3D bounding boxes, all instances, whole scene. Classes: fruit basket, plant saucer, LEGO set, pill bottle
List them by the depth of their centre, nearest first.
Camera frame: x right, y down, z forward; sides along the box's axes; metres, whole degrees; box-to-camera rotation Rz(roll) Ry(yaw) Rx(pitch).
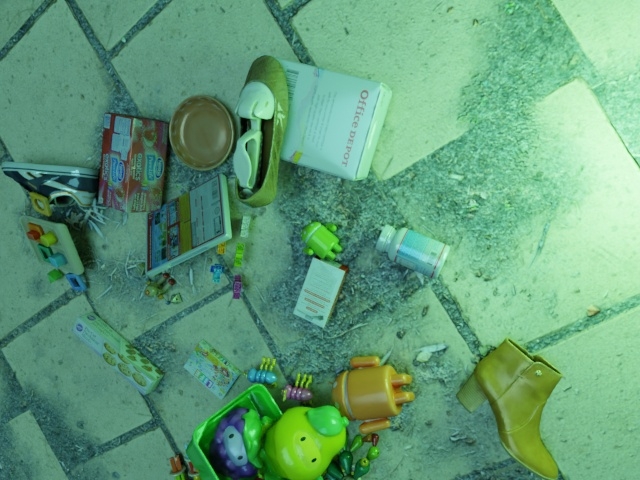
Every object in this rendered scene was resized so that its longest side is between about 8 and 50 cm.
[{"bbox_3d":[0.218,0.022,1.129,0.160,0.087,0.087,24,106,14],"label":"pill bottle"},{"bbox_3d":[-0.110,0.543,1.166,0.392,0.283,0.391,15,116,34],"label":"fruit basket"},{"bbox_3d":[-0.317,-0.290,1.289,0.200,0.037,0.199,3,101,18],"label":"plant saucer"},{"bbox_3d":[-0.252,0.036,1.303,0.087,0.093,0.227,8,98,-14],"label":"LEGO set"}]

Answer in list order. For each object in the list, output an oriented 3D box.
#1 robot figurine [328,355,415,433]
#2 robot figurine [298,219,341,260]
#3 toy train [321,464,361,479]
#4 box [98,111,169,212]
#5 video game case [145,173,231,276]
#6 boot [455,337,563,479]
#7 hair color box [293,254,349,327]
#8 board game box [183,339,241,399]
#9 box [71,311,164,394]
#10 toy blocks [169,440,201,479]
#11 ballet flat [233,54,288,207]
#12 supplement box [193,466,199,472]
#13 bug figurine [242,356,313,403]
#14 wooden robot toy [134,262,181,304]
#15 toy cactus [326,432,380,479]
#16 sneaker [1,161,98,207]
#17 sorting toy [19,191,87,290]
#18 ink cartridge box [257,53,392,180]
[{"bbox_3d":[0.122,0.388,1.201,0.220,0.128,0.158,-14,107,21],"label":"robot figurine"},{"bbox_3d":[0.000,0.000,1.211,0.115,0.067,0.101,42,82,8],"label":"robot figurine"},{"bbox_3d":[0.064,0.690,1.316,0.166,0.046,0.125,-12,95,20],"label":"toy train"},{"bbox_3d":[-0.516,-0.213,1.314,0.128,0.123,0.256,17,104,30],"label":"box"},{"bbox_3d":[-0.368,-0.041,1.300,0.285,0.025,0.204,-24,58,21],"label":"video game case"},{"bbox_3d":[0.484,0.384,1.090,0.295,0.104,0.211,42,110,12],"label":"boot"},{"bbox_3d":[0.002,0.131,1.241,0.093,0.053,0.167,24,104,13],"label":"hair color box"},{"bbox_3d":[-0.320,0.383,1.408,0.154,0.026,0.103,37,109,10],"label":"board game box"},{"bbox_3d":[-0.637,0.352,1.492,0.324,0.063,0.067,37,107,10],"label":"box"},{"bbox_3d":[-0.421,0.698,1.481,0.123,0.054,0.148,-10,96,20],"label":"toy blocks"},{"bbox_3d":[-0.146,-0.237,1.056,0.116,0.124,0.342,14,106,18],"label":"ballet flat"},{"bbox_3d":[-0.260,0.648,1.406,0.234,0.080,0.078,0,98,17],"label":"supplement box"},{"bbox_3d":[-0.113,0.474,1.327,0.216,0.072,0.278,-2,98,19],"label":"bug figurine"},{"bbox_3d":[-0.487,0.132,1.396,0.173,0.079,0.076,46,110,6],"label":"wooden robot toy"},{"bbox_3d":[0.070,0.598,1.248,0.219,0.112,0.180,-21,62,26],"label":"toy cactus"},{"bbox_3d":[-0.828,-0.169,1.438,0.321,0.126,0.127,8,96,16],"label":"sneaker"},{"bbox_3d":[-0.830,0.018,1.448,0.196,0.047,0.347,10,123,25],"label":"sorting toy"},{"bbox_3d":[-0.013,-0.291,1.133,0.306,0.131,0.226,20,106,14],"label":"ink cartridge box"}]
